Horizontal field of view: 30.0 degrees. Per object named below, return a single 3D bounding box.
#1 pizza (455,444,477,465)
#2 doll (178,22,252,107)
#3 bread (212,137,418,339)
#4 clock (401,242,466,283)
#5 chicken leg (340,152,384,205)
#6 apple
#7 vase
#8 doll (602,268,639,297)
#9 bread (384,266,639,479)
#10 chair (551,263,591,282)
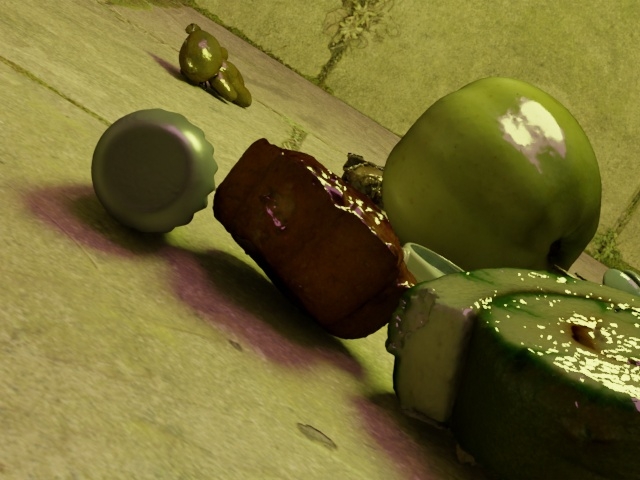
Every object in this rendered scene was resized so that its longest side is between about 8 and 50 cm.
[{"bbox_3d":[0.238,0.238,1.198,0.204,0.080,0.188,4,14,-36],"label":"pizza"},{"bbox_3d":[-0.212,-0.328,2.349,0.209,0.097,0.137,42,32,-49],"label":"doll"},{"bbox_3d":[-0.008,-0.009,1.294,0.247,0.135,0.232,42,-8,37],"label":"bread"},{"bbox_3d":[0.166,0.062,1.735,0.151,0.062,0.191,17,18,-49],"label":"clock"},{"bbox_3d":[0.118,-0.103,2.261,0.196,0.080,0.125,21,3,-45],"label":"chicken leg"},{"bbox_3d":[0.289,-0.082,1.966,0.357,0.357,0.357,31,12,-7],"label":"apple"},{"bbox_3d":[-0.168,-0.073,1.288,0.128,0.128,0.248,32,2,0],"label":"vase"},{"bbox_3d":[0.507,0.174,2.032,0.153,0.195,0.258,-29,86,-39],"label":"doll"},{"bbox_3d":[0.251,0.134,1.179,0.382,0.129,0.366,11,16,4],"label":"bread"},{"bbox_3d":[0.476,0.181,1.844,0.326,0.170,0.160,32,8,31],"label":"chair"}]
